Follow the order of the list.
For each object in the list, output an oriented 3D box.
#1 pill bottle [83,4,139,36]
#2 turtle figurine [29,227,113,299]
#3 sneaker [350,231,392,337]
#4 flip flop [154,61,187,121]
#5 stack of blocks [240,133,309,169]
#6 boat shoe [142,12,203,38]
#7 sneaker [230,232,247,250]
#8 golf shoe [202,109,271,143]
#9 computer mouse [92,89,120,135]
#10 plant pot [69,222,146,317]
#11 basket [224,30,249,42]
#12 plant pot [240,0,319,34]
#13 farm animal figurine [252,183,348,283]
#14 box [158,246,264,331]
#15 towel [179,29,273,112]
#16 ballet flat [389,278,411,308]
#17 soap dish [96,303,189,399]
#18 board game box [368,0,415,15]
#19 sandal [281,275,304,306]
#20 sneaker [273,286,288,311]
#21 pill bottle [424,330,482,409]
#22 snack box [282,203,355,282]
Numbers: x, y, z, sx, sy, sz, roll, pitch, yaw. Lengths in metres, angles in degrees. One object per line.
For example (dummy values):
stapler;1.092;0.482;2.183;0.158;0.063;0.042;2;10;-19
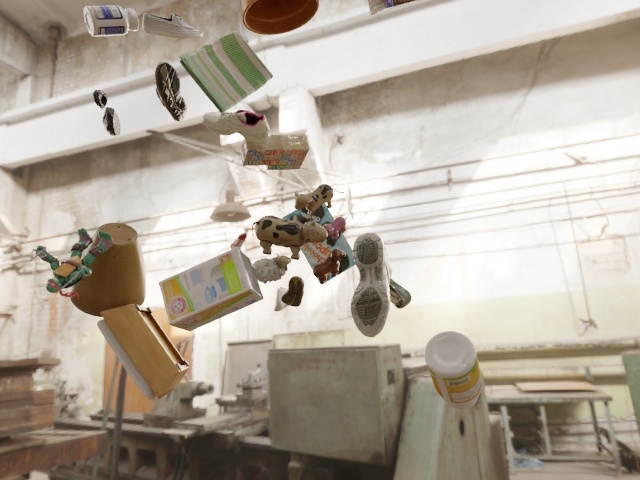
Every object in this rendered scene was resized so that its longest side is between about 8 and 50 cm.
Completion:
pill bottle;-0.856;-0.903;1.787;0.186;0.112;0.112;-24;1;-36
turtle figurine;-0.681;0.063;1.180;0.175;0.234;0.118;20;-48;1
sneaker;0.130;0.103;0.994;0.090;0.232;0.115;0;-9;28
flip flop;-0.595;-0.575;1.700;0.080;0.112;0.277;24;-20;8
stack of blocks;-0.221;-0.412;2.045;0.297;0.087;0.171;-6;-22;-23
boat shoe;-0.459;-0.675;1.360;0.184;0.066;0.063;-3;-53;-23
sneaker;-0.389;0.019;2.096;0.042;0.067;0.118;26;-58;-40
golf shoe;-0.359;-0.513;1.852;0.306;0.115;0.140;13;-27;2
computer mouse;-0.617;-0.362;1.241;0.041;0.071;0.242;0;-10;-13
plant pot;-0.673;0.077;1.416;0.237;0.237;0.254;5;-56;-31
basket;-0.407;-0.871;2.015;0.103;0.113;0.167;12;-62;-23
plant pot;-0.169;-0.930;1.600;0.290;0.204;0.291;-15;-2;0
farm animal figurine;-0.061;-0.038;1.375;0.326;0.331;0.172;-5;-30;-5
box;-0.254;0.118;1.019;0.203;0.114;0.103;-23;-23;2
towel;-0.351;-0.661;1.674;0.038;0.248;0.325;-25;18;50
ballet flat;0.191;0.136;1.375;0.068;0.213;0.072;-36;-26;-36
soap dish;-0.518;0.323;1.302;0.118;0.291;0.229;-36;-6;-14
board game box;0.310;-0.971;1.553;0.290;0.232;0.141;-19;20;-11
sandal;-0.087;0.173;1.500;0.072;0.049;0.180;25;-43;5
sneaker;-0.127;0.225;1.679;0.094;0.080;0.212;14;8;0
pill bottle;0.384;0.379;1.235;0.136;0.136;0.246;-9;-47;20
snack box;0.000;0.000;1.797;0.187;0.322;0.060;-31;-1;-7
